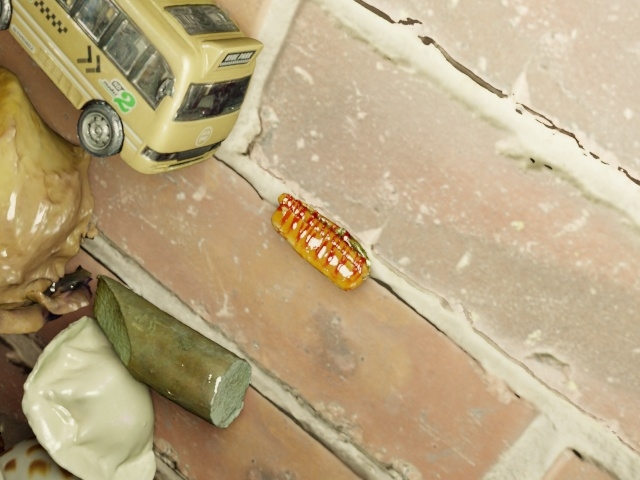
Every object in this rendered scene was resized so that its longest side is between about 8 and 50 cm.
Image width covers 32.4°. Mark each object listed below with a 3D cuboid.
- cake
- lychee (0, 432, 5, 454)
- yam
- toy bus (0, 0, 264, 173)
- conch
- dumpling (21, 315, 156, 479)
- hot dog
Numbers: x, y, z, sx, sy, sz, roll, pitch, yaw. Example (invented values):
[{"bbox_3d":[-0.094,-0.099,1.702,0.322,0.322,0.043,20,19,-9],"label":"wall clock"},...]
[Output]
[{"bbox_3d":[-0.449,-0.024,1.446,0.332,0.332,0.321,2,138,32],"label":"cake"},{"bbox_3d":[-0.566,0.342,1.699,0.188,0.188,0.188,12,113,29],"label":"lychee"},{"bbox_3d":[-0.213,0.142,1.452,0.259,0.106,0.106,27,120,21],"label":"yam"},{"bbox_3d":[-0.242,-0.258,1.276,0.365,0.177,0.202,48,120,10],"label":"toy bus"},{"bbox_3d":[-0.363,0.368,1.603,0.274,0.183,0.149,31,81,7],"label":"conch"},{"bbox_3d":[-0.315,0.237,1.499,0.131,0.179,0.252,-16,97,31],"label":"dumpling"},{"bbox_3d":[0.000,-0.001,1.286,0.144,0.062,0.038,43,147,14],"label":"hot dog"}]
